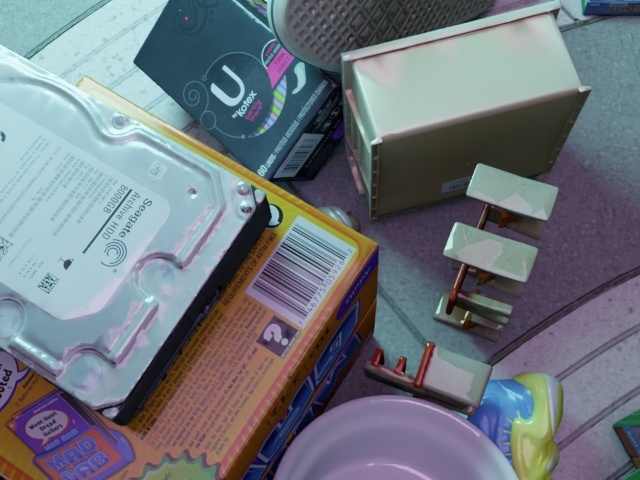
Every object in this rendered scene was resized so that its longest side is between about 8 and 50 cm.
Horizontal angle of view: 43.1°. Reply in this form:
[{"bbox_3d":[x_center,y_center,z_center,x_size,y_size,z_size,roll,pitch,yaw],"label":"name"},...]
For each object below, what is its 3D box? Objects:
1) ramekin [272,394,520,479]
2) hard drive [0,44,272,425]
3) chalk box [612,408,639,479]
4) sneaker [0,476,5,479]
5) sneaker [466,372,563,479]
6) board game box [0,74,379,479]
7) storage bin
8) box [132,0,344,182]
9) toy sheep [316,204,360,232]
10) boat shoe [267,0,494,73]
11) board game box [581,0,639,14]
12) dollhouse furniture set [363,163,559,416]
[{"bbox_3d":[0.079,0.324,0.893,0.277,0.135,0.277,3,50,-3],"label":"ramekin"},{"bbox_3d":[-0.247,-0.020,0.734,0.339,0.064,0.237,30,75,12],"label":"hard drive"},{"bbox_3d":[0.470,0.247,0.911,0.289,0.179,0.180,-25,78,-7],"label":"chalk box"},{"bbox_3d":[-0.392,0.373,0.912,0.127,0.182,0.315,-31,72,-7],"label":"sneaker"},{"bbox_3d":[0.224,0.277,0.983,0.126,0.091,0.240,2,70,23],"label":"sneaker"},{"bbox_3d":[-0.179,0.115,0.902,0.356,0.356,0.356,31,75,13],"label":"board game box"},{"bbox_3d":[0.171,-0.147,1.032,0.262,0.260,0.123,-15,69,-3],"label":"storage bin"},{"bbox_3d":[-0.091,-0.223,1.103,0.270,0.143,0.165,42,110,16],"label":"box"},{"bbox_3d":[0.000,0.000,1.080,0.132,0.091,0.091,-27,69,-33],"label":"toy sheep"},{"bbox_3d":[0.082,-0.348,1.077,0.156,0.186,0.500,28,39,25],"label":"boat shoe"},{"bbox_3d":[0.498,-0.407,1.230,0.201,0.035,0.136,0,70,3],"label":"board game box"},{"bbox_3d":[0.161,0.061,0.960,0.135,0.262,0.259,20,73,12],"label":"dollhouse furniture set"}]
